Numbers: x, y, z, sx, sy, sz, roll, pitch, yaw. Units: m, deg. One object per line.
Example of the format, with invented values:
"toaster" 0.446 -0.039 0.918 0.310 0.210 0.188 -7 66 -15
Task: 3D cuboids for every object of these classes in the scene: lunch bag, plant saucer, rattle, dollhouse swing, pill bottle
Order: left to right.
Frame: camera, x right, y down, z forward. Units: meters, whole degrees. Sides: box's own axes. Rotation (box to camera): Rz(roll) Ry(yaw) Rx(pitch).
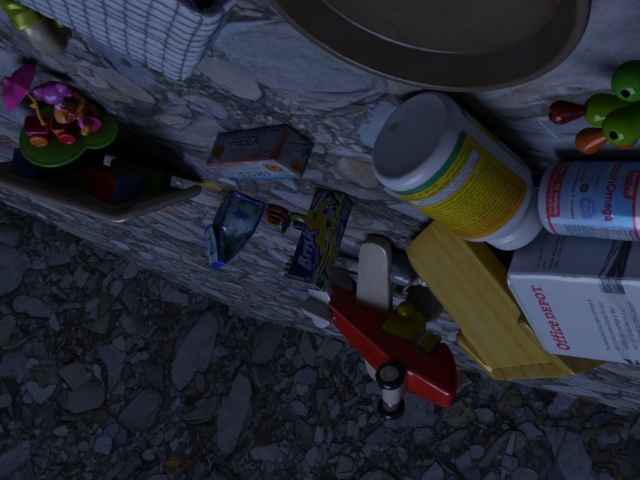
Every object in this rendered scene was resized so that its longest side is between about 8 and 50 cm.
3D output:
"rattle" -0.275 -0.280 0.760 0.130 0.142 0.200 52 -179 -2
"lunch bag" -0.191 -0.013 1.433 0.096 0.151 0.129 22 167 -13
"plant saucer" 0.073 -0.208 0.542 0.277 0.041 0.278 18 167 4
"pill bottle" 0.168 -0.069 0.784 0.208 0.118 0.117 29 163 -34
"dollhouse swing" 0.367 0.067 1.181 0.315 0.305 0.347 -21 170 -9
"pill bottle" 0.327 -0.043 0.737 0.160 0.087 0.087 6 161 43

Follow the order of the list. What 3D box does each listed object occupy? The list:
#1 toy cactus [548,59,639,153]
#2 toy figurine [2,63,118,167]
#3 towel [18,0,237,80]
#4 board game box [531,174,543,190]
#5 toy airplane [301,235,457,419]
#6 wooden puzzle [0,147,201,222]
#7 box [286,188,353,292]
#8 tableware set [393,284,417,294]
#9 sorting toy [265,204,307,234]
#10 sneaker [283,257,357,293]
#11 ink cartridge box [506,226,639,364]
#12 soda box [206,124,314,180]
"toy cactus" 0.293 -0.121 0.510 0.180 0.112 0.219 3 168 -14
"toy figurine" -0.437 -0.216 1.108 0.173 0.130 0.159 -3 155 1
"towel" -0.189 -0.249 0.506 0.283 0.121 0.235 24 176 -14
"board game box" 0.295 -0.055 0.877 0.090 0.020 0.090 30 163 -34
"toy airplane" 0.144 0.174 1.517 0.385 0.272 0.386 62 160 -4
"wooden puzzle" -0.435 -0.127 1.284 0.347 0.081 0.322 13 -166 9
"box" 0.000 0.000 1.181 0.059 0.169 0.054 12 165 25
"tableware set" 0.187 0.104 1.649 0.103 0.024 0.154 15 166 20
"sorting toy" -0.069 -0.036 1.409 0.101 0.042 0.061 20 167 -5
"sneaker" 0.022 0.113 1.819 0.228 0.086 0.132 24 175 25
"ink cartridge box" 0.403 0.058 0.828 0.289 0.122 0.211 3 146 36
"soda box" -0.096 -0.130 1.039 0.063 0.058 0.183 30 164 -38
